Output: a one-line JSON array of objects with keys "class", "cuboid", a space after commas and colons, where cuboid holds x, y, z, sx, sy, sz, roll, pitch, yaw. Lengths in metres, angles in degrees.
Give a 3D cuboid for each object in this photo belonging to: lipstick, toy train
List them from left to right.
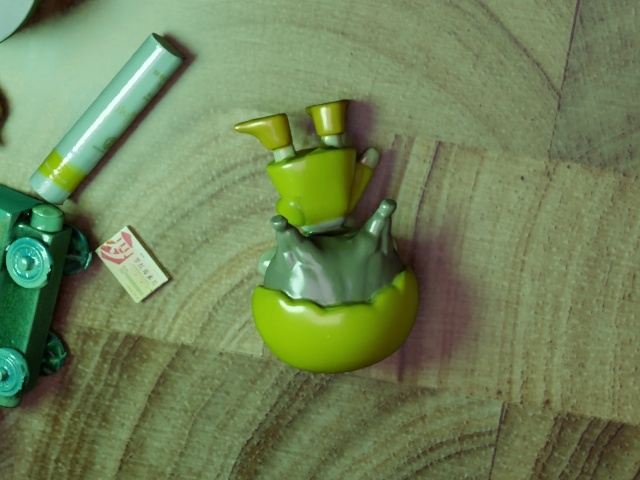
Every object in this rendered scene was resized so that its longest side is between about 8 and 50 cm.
[{"class": "toy train", "cuboid": [-0.434, 0.073, 1.826, 0.194, 0.120, 0.298, 22, 108, 15]}, {"class": "lipstick", "cuboid": [-0.282, -0.160, 1.784, 0.059, 0.059, 0.264, 42, 103, -2]}]

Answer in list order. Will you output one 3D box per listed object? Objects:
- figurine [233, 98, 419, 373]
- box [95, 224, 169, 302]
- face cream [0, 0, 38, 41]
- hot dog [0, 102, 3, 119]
[{"class": "figurine", "cuboid": [0.000, 0.000, 1.726, 0.215, 0.187, 0.344, -14, 93, -2]}, {"class": "box", "cuboid": [-0.256, 0.032, 1.841, 0.058, 0.015, 0.093, -37, 95, 11]}, {"class": "face cream", "cuboid": [-0.452, -0.344, 1.684, 0.218, 0.179, 0.218, -2, 102, -7]}, {"class": "hot dog", "cuboid": [-0.519, -0.215, 1.796, 0.102, 0.076, 0.249, -42, 92, 9]}]
